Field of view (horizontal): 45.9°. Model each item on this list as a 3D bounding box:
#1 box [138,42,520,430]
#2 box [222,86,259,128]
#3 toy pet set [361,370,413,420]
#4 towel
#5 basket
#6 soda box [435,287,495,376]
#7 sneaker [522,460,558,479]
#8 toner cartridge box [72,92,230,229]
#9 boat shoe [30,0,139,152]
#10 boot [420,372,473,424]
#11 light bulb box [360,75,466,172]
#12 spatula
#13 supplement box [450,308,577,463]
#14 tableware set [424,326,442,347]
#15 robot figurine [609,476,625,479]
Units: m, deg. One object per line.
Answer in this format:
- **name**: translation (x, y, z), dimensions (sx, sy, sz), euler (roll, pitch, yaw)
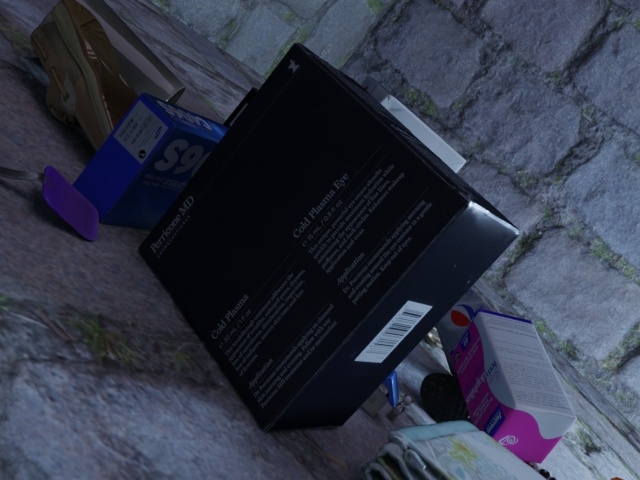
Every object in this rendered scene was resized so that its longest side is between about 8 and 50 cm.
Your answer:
- **box**: translation (0.000, 0.000, 0.932), dimensions (0.312, 0.343, 0.179), euler (49, 16, 29)
- **box**: translation (-0.126, -0.256, 1.882), dimensions (0.207, 0.153, 0.108), euler (27, 19, -45)
- **toy pet set**: translation (0.087, 0.207, 1.125), dimensions (0.122, 0.065, 0.114), euler (42, 12, 8)
- **towel**: translation (0.236, 0.351, 0.917), dimensions (0.320, 0.090, 0.374), euler (38, 9, 29)
- **basket**: translation (-0.369, -0.309, 1.361), dimensions (0.227, 0.154, 0.204), euler (43, 2, -7)
- **soda box**: translation (0.294, 0.207, 1.452), dimensions (0.098, 0.091, 0.286), euler (51, -8, 36)
- **sneaker**: translation (0.369, 0.410, 1.274), dimensions (0.071, 0.068, 0.170), euler (40, 10, -31)
- **toner cartridge box**: translation (-0.186, -0.093, 1.116), dimensions (0.075, 0.165, 0.348), euler (46, 14, 19)
- **boat shoe**: translation (-0.359, -0.221, 1.178), dimensions (0.121, 0.110, 0.341), euler (32, 28, -61)
- **boot**: translation (0.276, 0.305, 1.347), dimensions (0.246, 0.084, 0.161), euler (22, -10, -3)
- **light bulb box**: translation (0.091, -0.151, 1.696), dimensions (0.225, 0.358, 0.361), euler (40, 11, -14)
- **spatula**: translation (-0.370, -0.087, 0.851), dimensions (0.296, 0.030, 0.084), euler (32, 23, -34)
- **supplement box**: translation (0.302, 0.229, 1.212), dimensions (0.113, 0.111, 0.220), euler (14, 32, -17)
- **tableware set**: translation (0.252, 0.208, 1.725), dimensions (0.141, 0.020, 0.169), euler (25, 20, -51)
- **robot figurine**: translation (0.438, 0.436, 1.089), dimensions (0.219, 0.158, 0.128), euler (10, 47, 19)
